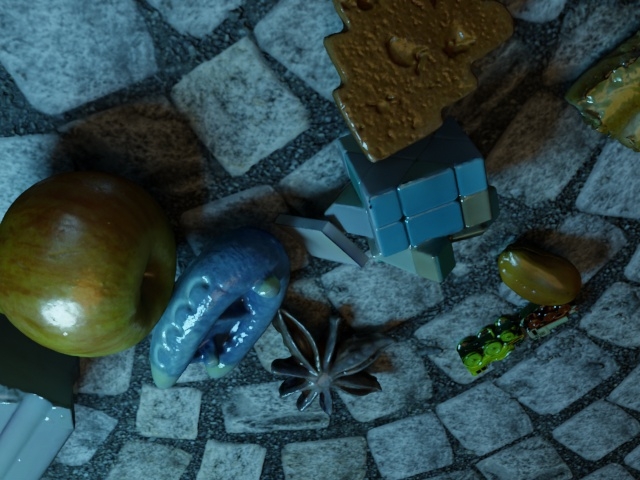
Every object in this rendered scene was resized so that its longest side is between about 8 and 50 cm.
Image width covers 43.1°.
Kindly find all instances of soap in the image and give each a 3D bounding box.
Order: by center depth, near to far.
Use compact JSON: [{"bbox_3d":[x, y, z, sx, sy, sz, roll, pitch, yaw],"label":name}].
[{"bbox_3d":[-0.642,0.314,1.407,0.350,0.212,0.435,22,120,-24],"label":"soap"}]

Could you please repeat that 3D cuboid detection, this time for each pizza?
[{"bbox_3d":[0.652,-0.266,1.250,0.435,0.080,0.391,22,120,-23],"label":"pizza"}]

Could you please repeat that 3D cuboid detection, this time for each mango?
[{"bbox_3d":[0.386,0.057,1.447,0.159,0.084,0.105,33,134,-5],"label":"mango"}]

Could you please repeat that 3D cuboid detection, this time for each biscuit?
[{"bbox_3d":[0.115,-0.259,1.147,0.284,0.043,0.306,16,100,-12],"label":"biscuit"}]

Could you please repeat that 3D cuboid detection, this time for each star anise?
[{"bbox_3d":[0.014,0.224,1.504,0.258,0.110,0.198,9,109,-22],"label":"star anise"}]

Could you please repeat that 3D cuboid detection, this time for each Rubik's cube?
[{"bbox_3d":[0.141,-0.054,1.248,0.265,0.224,0.212,-19,129,-1],"label":"Rubik's cube"}]

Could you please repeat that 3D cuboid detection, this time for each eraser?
[{"bbox_3d":[0.000,0.000,1.318,0.104,0.150,0.023,41,74,-30],"label":"eraser"}]

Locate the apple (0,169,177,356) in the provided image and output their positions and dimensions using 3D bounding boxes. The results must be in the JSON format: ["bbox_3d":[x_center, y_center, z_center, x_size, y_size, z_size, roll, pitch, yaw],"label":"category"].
[{"bbox_3d":[-0.349,0.034,1.212,0.233,0.286,0.285,11,127,13],"label":"apple"}]

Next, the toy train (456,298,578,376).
[{"bbox_3d":[0.377,0.172,1.545,0.250,0.053,0.085,-33,131,15],"label":"toy train"}]

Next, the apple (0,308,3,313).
[{"bbox_3d":[-0.498,0.073,1.317,0.114,0.099,0.102,-7,168,29],"label":"apple"}]

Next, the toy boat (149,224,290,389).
[{"bbox_3d":[-0.150,0.130,1.341,0.215,0.123,0.329,2,126,-49],"label":"toy boat"}]
